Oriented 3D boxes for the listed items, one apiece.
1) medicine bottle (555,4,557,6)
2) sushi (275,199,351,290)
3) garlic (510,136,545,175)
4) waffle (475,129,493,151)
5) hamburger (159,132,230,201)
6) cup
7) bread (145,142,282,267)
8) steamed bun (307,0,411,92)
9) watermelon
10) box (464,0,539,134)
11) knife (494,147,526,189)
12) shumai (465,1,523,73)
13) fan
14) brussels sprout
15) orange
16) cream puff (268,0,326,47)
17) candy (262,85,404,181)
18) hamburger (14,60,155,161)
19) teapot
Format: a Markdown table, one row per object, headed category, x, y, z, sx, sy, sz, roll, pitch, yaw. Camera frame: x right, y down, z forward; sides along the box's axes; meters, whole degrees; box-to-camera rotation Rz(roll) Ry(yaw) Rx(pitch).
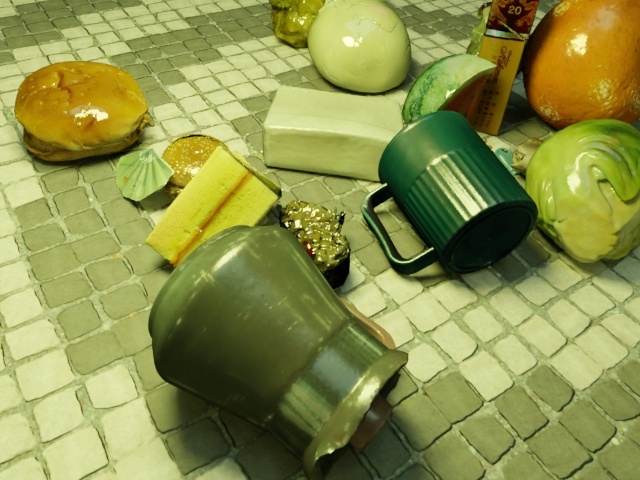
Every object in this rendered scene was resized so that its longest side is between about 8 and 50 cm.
| category | x | y | z | sx | sy | sz | roll | pitch | yaw |
| --- | --- | --- | --- | --- | --- | --- | --- | --- | --- |
| medicine bottle | 0.872 | -0.651 | 1.702 | 0.232 | 0.237 | 0.237 | 13 | 47 | 6 |
| sushi | 0.000 | 0.000 | 1.071 | 0.147 | 0.115 | 0.212 | -12 | 48 | -17 |
| garlic | 0.569 | -0.214 | 1.344 | 0.101 | 0.087 | 0.196 | 38 | 40 | 19 |
| waffle | 0.354 | -0.260 | 1.405 | 0.232 | 0.051 | 0.229 | -27 | 52 | -29 |
| hamburger | -0.294 | -0.164 | 1.196 | 0.182 | 0.118 | 0.191 | 23 | 54 | 20 |
| cup | 0.270 | -0.095 | 1.108 | 0.308 | 0.242 | 0.292 | -12 | 51 | -20 |
| bread | -0.224 | -0.062 | 1.087 | 0.168 | 0.163 | 0.264 | 41 | 92 | -10 |
| steamed bun | 0.138 | -0.626 | 1.590 | 0.334 | 0.233 | 0.312 | -11 | 52 | -19 |
| watermelon | 0.339 | -0.409 | 1.406 | 0.176 | 0.260 | 0.256 | 14 | 47 | -5 |
| box | 0.516 | -0.546 | 1.438 | 0.116 | 0.415 | 0.264 | 17 | 47 | 14 |
| knife | 0.538 | -0.160 | 1.348 | 0.058 | 0.032 | 0.244 | -4 | 50 | -27 |
| shumai | 0.617 | -0.693 | 1.738 | 0.189 | 0.218 | 0.256 | 23 | 48 | 27 |
| fan | -0.414 | -0.155 | 1.173 | 0.240 | 0.009 | 0.131 | 16 | 83 | 39 |
| brussels sprout | 0.629 | -0.123 | 1.155 | 0.344 | 0.268 | 0.344 | 5 | 53 | -7 |
| orange | 0.772 | -0.504 | 1.447 | 0.424 | 0.423 | 0.326 | -29 | 30 | -29 |
| cream puff | -0.081 | -0.802 | 1.721 | 0.185 | 0.281 | 0.281 | 9 | 39 | -37 |
| candy | 0.038 | -0.273 | 1.316 | 0.359 | 0.145 | 0.208 | 7 | 45 | 0 |
| hamburger | -0.592 | -0.327 | 1.281 | 0.314 | 0.170 | 0.289 | -12 | 55 | -19 |
| teapot | -0.039 | 0.169 | 0.824 | 0.362 | 0.305 | 0.376 | 39 | 24 | 16 |
